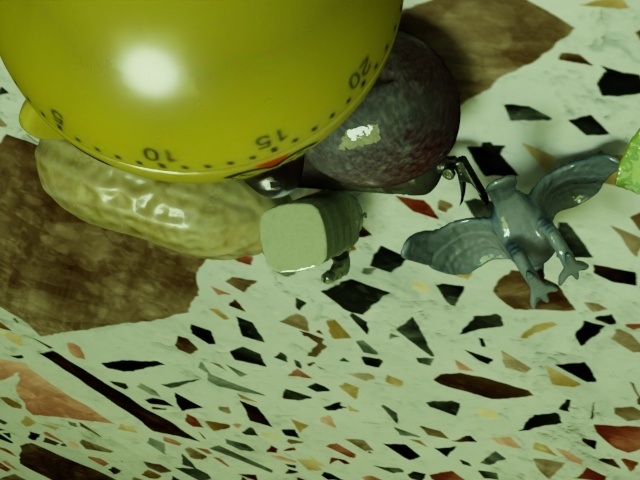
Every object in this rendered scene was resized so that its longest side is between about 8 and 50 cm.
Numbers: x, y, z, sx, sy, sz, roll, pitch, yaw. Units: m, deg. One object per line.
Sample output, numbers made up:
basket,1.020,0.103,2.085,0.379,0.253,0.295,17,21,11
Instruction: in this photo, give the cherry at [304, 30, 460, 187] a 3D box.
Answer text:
cherry,0.056,-0.122,1.358,0.176,0.140,0.176,-4,139,-3

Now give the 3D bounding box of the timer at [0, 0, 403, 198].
timer,-0.095,-0.198,1.143,0.376,0.376,0.387,17,164,6

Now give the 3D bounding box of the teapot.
teapot,0.000,0.000,1.544,0.077,0.107,0.200,-11,-175,16

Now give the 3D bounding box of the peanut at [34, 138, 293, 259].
peanut,-0.181,-0.061,1.624,0.325,0.140,0.153,18,169,-5

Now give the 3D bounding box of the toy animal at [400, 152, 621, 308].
toy animal,0.203,-0.013,1.437,0.239,0.176,0.255,-28,136,1

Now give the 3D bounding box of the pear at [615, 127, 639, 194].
pear,0.433,-0.104,1.174,0.288,0.139,0.239,25,136,2

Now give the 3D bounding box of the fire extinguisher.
fire extinguisher,0.051,-0.080,1.500,0.268,0.072,0.089,5,127,27
